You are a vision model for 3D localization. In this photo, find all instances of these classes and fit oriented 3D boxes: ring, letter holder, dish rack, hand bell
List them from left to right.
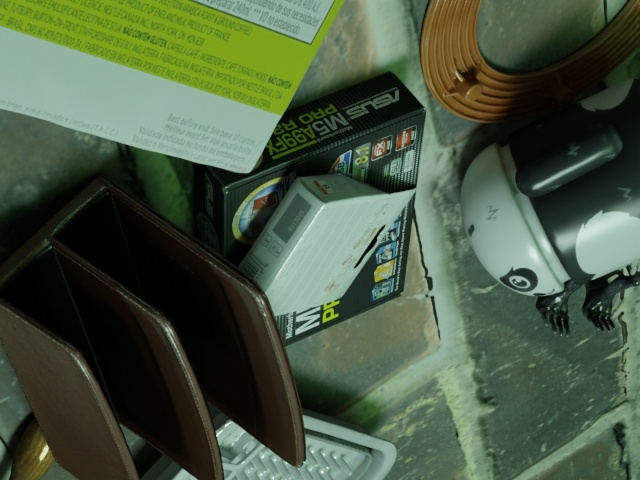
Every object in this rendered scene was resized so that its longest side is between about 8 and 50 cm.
[{"bbox_3d":[-0.304,0.260,1.778,0.126,0.126,0.242,12,110,-49],"label":"hand bell"},{"bbox_3d":[-0.143,0.127,1.619,0.152,0.214,0.302,-45,151,-23],"label":"letter holder"},{"bbox_3d":[-0.093,0.280,2.005,0.285,0.072,0.333,-48,145,12],"label":"dish rack"},{"bbox_3d":[0.242,-0.240,1.748,0.336,0.032,0.336,-25,143,-20],"label":"ring"}]

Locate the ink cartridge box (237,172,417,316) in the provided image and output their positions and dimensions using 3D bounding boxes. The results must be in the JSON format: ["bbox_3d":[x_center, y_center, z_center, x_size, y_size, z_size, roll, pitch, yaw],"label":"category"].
[{"bbox_3d":[0.000,0.000,1.701,0.145,0.045,0.179,-56,161,23],"label":"ink cartridge box"}]

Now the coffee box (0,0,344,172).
[{"bbox_3d":[-0.167,-0.281,0.995,0.338,0.337,0.334,13,110,-50],"label":"coffee box"}]

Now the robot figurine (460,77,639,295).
[{"bbox_3d":[0.278,-0.052,1.835,0.278,0.173,0.209,-25,119,12],"label":"robot figurine"}]

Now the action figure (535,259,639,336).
[{"bbox_3d":[0.359,-0.008,2.036,0.164,0.141,0.276,7,128,-33],"label":"action figure"}]

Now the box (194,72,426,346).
[{"bbox_3d":[-0.014,-0.013,1.746,0.216,0.060,0.270,-23,143,-23],"label":"box"}]
